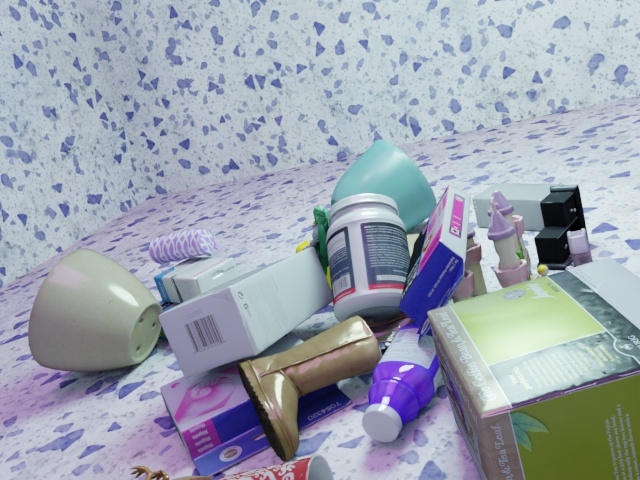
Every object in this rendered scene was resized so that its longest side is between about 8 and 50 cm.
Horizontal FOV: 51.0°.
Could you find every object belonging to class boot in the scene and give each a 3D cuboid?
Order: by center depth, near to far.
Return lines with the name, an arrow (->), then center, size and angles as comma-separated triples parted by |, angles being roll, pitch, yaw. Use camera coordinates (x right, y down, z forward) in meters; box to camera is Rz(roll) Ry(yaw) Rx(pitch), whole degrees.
boot -> 0.003, 0.268, 1.282 | 0.269, 0.089, 0.236 | -17, 47, -18
boot -> 0.159, 0.220, 1.425 | 0.219, 0.082, 0.106 | -7, 42, 17

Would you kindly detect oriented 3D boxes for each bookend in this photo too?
bookend -> 0.572, -0.033, 1.617 | 0.072, 0.157, 0.156 | 0, 24, 43

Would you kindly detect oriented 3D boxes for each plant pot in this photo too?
plant pot -> 0.176, -0.124, 2.079 | 0.235, 0.293, 0.293 | -39, 23, -12

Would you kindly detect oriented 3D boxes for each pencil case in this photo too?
pencil case -> -0.402, 0.017, 1.965 | 0.205, 0.087, 0.088 | -8, -17, 26

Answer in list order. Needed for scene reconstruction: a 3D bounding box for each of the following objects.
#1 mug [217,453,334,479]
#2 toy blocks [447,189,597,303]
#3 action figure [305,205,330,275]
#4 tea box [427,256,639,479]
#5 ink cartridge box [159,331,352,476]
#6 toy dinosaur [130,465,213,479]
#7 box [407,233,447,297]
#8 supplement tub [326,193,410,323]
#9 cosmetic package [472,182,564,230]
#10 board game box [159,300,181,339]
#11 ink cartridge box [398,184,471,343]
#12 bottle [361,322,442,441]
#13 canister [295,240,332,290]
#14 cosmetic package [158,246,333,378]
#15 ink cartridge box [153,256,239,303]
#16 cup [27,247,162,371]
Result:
mug -> -0.077, 0.401, 1.007 | 0.169, 0.113, 0.150 | -15, 16, 19
toy blocks -> 0.417, 0.006, 1.422 | 0.308, 0.260, 0.288 | -12, 11, 20
action figure -> 0.000, 0.000, 1.685 | 0.063, 0.232, 0.137 | 13, 47, 11
tea box -> 0.359, 0.213, 0.978 | 0.323, 0.220, 0.329 | -16, 18, 3
ink cartridge box -> -0.146, 0.316, 1.391 | 0.323, 0.072, 0.330 | -23, 17, -19
toy dinosaur -> -0.283, 0.443, 1.180 | 0.211, 0.064, 0.112 | -29, 37, -7
box -> 0.202, 0.067, 1.717 | 0.310, 0.121, 0.148 | -5, 22, 32
supplement tub -> 0.113, 0.050, 1.548 | 0.191, 0.273, 0.191 | -5, -26, -2
cosmetic package -> 0.567, -0.098, 1.911 | 0.127, 0.107, 0.237 | -28, 24, -31
board game box -> -0.307, 0.192, 1.888 | 0.335, 0.079, 0.253 | 1, 25, 43
ink cartridge box -> 0.236, 0.036, 1.372 | 0.069, 0.176, 0.371 | 26, 30, -2
bottle -> 0.158, 0.256, 1.242 | 0.118, 0.092, 0.283 | -1, 24, 27
canister -> 0.002, 0.069, 1.895 | 0.073, 0.126, 0.170 | -31, 19, -16
cosmetic package -> -0.151, 0.152, 1.526 | 0.217, 0.156, 0.385 | -22, 0, 30
ink cartridge box -> -0.345, 0.111, 1.888 | 0.203, 0.086, 0.148 | 1, 23, 45
cup -> -0.560, 0.208, 1.772 | 0.236, 0.331, 0.331 | 14, 27, 14
